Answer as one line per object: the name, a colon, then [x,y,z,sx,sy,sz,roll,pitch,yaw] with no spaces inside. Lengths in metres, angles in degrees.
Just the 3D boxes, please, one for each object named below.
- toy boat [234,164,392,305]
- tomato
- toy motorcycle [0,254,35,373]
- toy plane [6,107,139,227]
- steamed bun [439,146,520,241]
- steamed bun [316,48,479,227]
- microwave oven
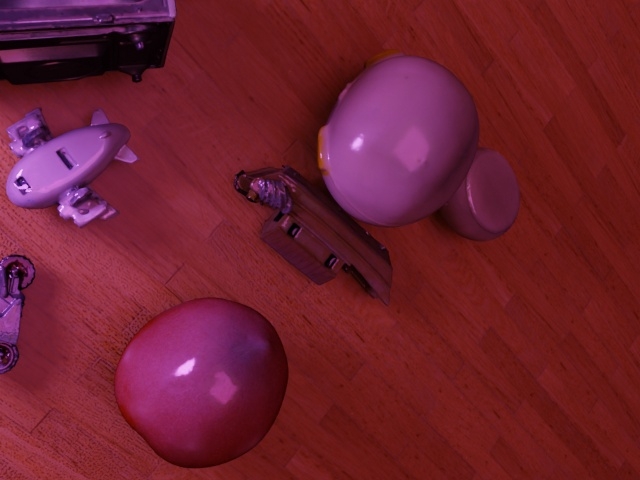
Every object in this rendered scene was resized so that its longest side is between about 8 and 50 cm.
toy boat: [0.000,0.000,1.465,0.445,0.136,0.162,39,81,-26]
tomato: [-0.211,0.260,1.261,0.322,0.321,0.321,-2,95,-29]
toy motorcycle: [-0.585,0.127,1.187,0.123,0.080,0.215,13,83,-31]
toy plane: [-0.453,-0.139,1.219,0.245,0.117,0.244,3,81,-16]
steamed bun: [0.376,-0.110,1.652,0.232,0.145,0.231,6,79,-38]
steamed bun: [0.167,-0.211,1.438,0.334,0.334,0.374,42,72,-25]
microwave oven: [-0.450,-0.380,1.062,0.394,0.333,0.247,-10,94,-17]
